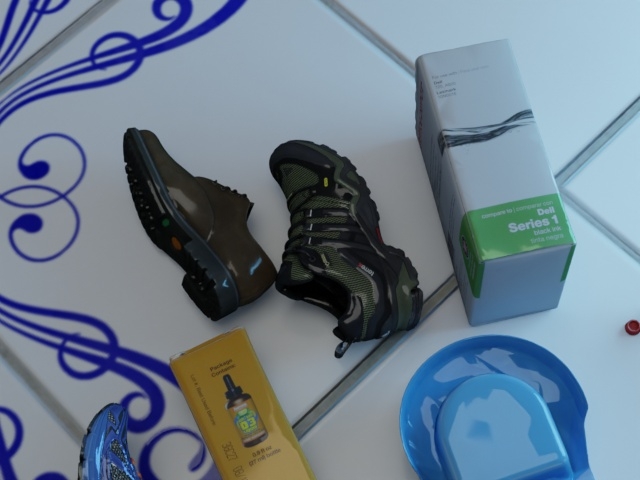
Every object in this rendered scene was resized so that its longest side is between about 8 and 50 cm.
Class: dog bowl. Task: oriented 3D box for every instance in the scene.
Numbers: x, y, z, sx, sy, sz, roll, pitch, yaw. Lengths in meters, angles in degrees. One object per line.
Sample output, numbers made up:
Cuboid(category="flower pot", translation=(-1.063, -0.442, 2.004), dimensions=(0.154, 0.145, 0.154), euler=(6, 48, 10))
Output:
Cuboid(category="dog bowl", translation=(0.174, 0.230, 1.143), dimensions=(0.166, 0.074, 0.297), euler=(-18, 66, -3))

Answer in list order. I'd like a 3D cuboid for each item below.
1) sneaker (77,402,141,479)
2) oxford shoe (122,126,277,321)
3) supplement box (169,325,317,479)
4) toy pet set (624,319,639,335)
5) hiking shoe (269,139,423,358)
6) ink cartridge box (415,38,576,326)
Cuboid(category="sneaker", translation=(-0.165, 0.248, 1.137), dimensions=(0.087, 0.083, 0.221), euler=(-3, 68, -15))
Cuboid(category="oxford shoe", translation=(-0.120, -0.027, 1.289), dimensions=(0.096, 0.083, 0.227), euler=(-26, 67, -25))
Cuboid(category="supplement box", translation=(-0.054, 0.198, 1.174), dimensions=(0.078, 0.080, 0.233), euler=(-24, 68, -7))
Cuboid(category="toy pet set", translation=(0.359, 0.091, 1.195), dimensions=(0.114, 0.065, 0.122), euler=(-27, 67, -8))
Cuboid(category="hiking shoe", translation=(0.000, 0.000, 1.239), dimensions=(0.114, 0.086, 0.227), euler=(-21, 64, -30))
Cuboid(category="ink cartridge box", translation=(0.157, -0.054, 1.224), dimensions=(0.093, 0.160, 0.219), euler=(-12, 66, -2))
